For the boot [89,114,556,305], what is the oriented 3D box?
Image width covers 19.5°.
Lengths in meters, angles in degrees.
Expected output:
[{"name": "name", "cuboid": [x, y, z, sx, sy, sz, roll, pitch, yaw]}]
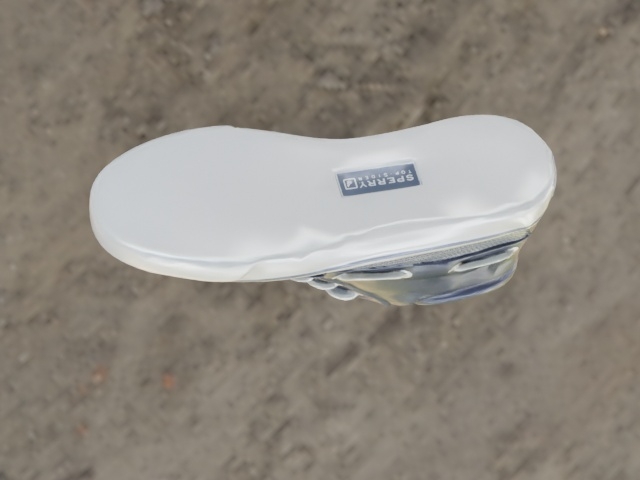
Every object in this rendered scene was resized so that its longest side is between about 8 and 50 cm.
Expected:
[{"name": "boot", "cuboid": [0.000, 0.000, 0.772, 0.190, 0.069, 0.086, -3, 149, -9]}]
